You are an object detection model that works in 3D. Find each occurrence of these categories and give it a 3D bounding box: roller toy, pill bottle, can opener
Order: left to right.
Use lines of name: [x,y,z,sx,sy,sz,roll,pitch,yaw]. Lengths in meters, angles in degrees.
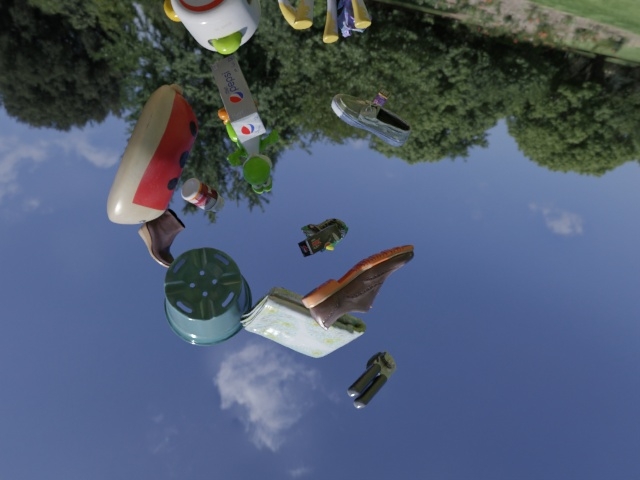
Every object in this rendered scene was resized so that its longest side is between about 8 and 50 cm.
pill bottle: [-0.430,-0.162,1.641,0.086,0.086,0.152,35,-179,36]
roller toy: [-0.256,-0.581,1.079,0.209,0.191,0.146,33,179,16]
can opener: [0.160,0.426,1.374,0.074,0.093,0.280,59,-150,5]

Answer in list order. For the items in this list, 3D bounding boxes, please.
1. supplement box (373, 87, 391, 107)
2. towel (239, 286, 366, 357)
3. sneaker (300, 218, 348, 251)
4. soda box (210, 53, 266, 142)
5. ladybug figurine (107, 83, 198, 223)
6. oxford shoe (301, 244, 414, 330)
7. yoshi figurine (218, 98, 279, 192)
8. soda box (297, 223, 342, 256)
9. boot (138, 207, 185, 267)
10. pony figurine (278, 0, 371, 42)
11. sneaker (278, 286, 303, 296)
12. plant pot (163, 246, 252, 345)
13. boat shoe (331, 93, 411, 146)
supplement box: [0.236,-0.552,1.763,0.043,0.083,0.055,33,-138,0]
towel: [-0.074,0.304,1.592,0.374,0.320,0.090,23,-123,-17]
sneaker: [0.025,-0.044,1.916,0.134,0.146,0.343,47,-167,9]
soda box: [-0.265,-0.457,1.426,0.091,0.098,0.286,-23,-118,1]
ladybug figurine: [-0.491,-0.244,1.333,0.162,0.449,0.305,22,-168,-21]
oxford shoe: [0.131,0.133,1.314,0.364,0.132,0.130,-30,179,2]
yoshi figurine: [-0.276,-0.368,1.778,0.203,0.362,0.203,-12,-171,37]
soda box: [0.000,0.000,1.595,0.053,0.060,0.169,-19,-172,47]
boot: [-0.720,-0.008,2.101,0.207,0.248,0.090,-28,-163,17]
pony figurine: [0.022,-0.743,1.206,0.351,0.363,0.303,-12,180,-23]
sneaker: [-0.112,0.256,1.836,0.090,0.081,0.232,33,168,-34]
plant pot: [-0.414,0.190,1.614,0.341,0.334,0.341,4,-110,-10]
boat shoe: [0.185,-0.444,1.569,0.302,0.094,0.109,27,-118,-4]
